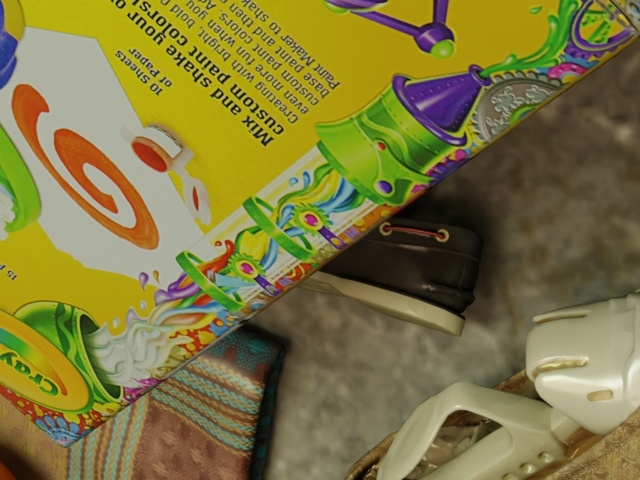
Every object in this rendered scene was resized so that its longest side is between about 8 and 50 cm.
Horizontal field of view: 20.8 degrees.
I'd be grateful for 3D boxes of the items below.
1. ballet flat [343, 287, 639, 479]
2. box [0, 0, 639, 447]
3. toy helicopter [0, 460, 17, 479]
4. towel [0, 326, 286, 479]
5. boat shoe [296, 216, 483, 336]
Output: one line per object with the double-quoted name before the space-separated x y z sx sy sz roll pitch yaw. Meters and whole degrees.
"ballet flat" 0.084 0.065 0.629 0.067 0.073 0.206 32 125 -27
"box" -0.078 -0.134 0.501 0.290 0.177 0.279 43 136 -11
"toy helicopter" -0.196 0.267 0.780 0.235 0.140 0.355 -17 108 30
"towel" -0.205 0.102 0.808 0.370 0.040 0.271 19 119 17
"boat shoe" 0.001 0.000 0.666 0.133 0.049 0.042 14 84 29
